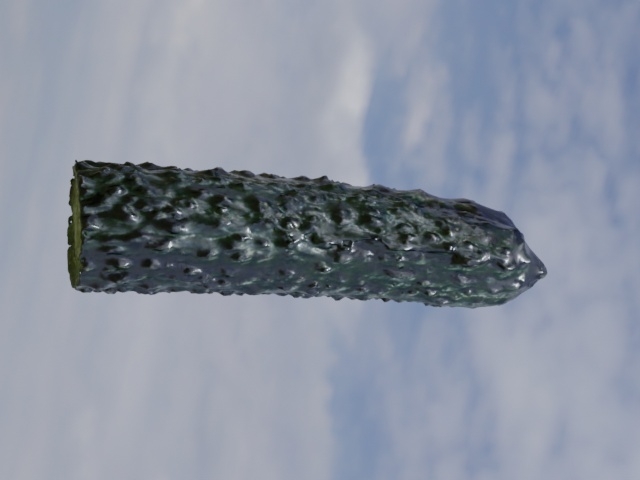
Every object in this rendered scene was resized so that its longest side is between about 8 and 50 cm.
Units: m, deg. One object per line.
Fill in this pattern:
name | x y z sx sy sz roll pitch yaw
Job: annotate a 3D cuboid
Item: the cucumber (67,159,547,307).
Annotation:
cucumber | 0.000 0.000 1.327 0.096 0.359 0.096 -176 -90 -75
